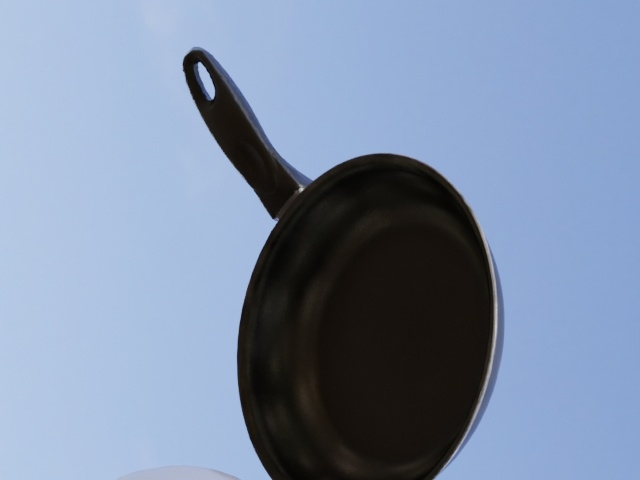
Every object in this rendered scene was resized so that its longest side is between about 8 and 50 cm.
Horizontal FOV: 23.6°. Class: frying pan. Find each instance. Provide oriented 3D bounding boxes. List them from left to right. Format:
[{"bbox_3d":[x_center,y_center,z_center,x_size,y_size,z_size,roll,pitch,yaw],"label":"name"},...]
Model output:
[{"bbox_3d":[-0.010,0.028,0.870,0.326,0.053,0.197,33,-76,48],"label":"frying pan"}]

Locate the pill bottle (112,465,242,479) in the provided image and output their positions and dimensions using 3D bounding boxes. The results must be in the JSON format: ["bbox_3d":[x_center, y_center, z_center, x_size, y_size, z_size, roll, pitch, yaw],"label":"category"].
[{"bbox_3d":[0.001,0.114,0.298,0.180,0.108,0.108,29,-63,59],"label":"pill bottle"}]
